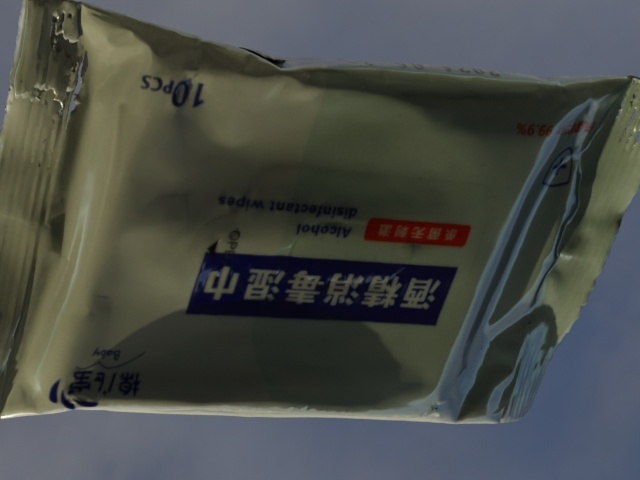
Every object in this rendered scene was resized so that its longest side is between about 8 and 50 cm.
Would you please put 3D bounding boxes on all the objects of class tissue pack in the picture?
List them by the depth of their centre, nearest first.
[{"bbox_3d":[0.000,0.000,0.457,0.193,0.026,0.122,4,-63,-26],"label":"tissue pack"}]
